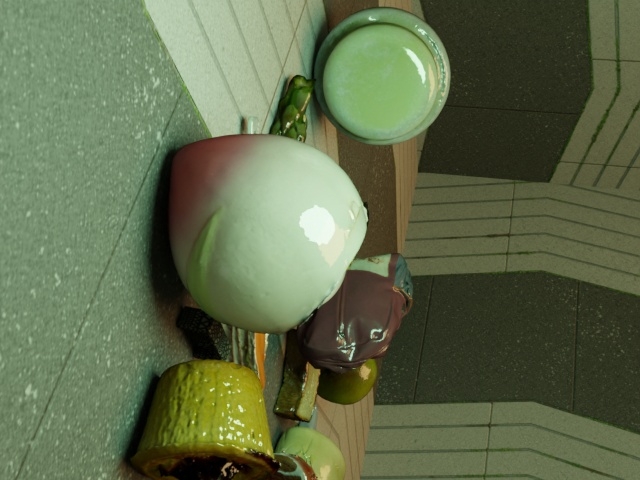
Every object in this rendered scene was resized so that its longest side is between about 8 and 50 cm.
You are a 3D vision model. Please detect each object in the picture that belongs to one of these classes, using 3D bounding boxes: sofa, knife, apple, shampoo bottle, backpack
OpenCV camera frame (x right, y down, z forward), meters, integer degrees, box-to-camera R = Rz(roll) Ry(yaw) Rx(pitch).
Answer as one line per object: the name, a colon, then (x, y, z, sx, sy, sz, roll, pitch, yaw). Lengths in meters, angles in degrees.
sofa: (-0.187, 0.154, 1.322, 0.118, 0.060, 0.039, 80, 27, -54)
knife: (-0.022, 0.431, 2.249, 0.331, 0.044, 0.080, -79, 155, -47)
apple: (0.058, 0.358, 2.216, 0.196, 0.196, 0.157, 16, 92, -77)
shampoo bottle: (0.148, -0.394, 1.957, 0.317, 0.322, 0.323, -67, 159, -69)
backpack: (0.072, 0.174, 1.884, 0.317, 0.283, 0.197, -83, 159, -51)

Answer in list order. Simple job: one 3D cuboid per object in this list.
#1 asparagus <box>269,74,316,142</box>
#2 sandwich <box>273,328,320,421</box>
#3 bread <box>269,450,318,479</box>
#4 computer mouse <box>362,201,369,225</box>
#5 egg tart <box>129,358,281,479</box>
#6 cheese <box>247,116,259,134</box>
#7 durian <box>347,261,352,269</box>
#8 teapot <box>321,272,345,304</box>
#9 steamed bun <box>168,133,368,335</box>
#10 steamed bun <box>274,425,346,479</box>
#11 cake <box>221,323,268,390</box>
asparagus: (-0.062, -0.231, 1.671, 0.080, 0.080, 0.287, 65, 35, -66)
sandwich: (-0.049, 0.333, 2.006, 0.186, 0.065, 0.215, 56, 41, -71)
bread: (-0.084, 0.526, 1.731, 0.073, 0.160, 0.161, 50, 47, -65)
computer mouse: (0.102, -0.070, 2.495, 0.192, 0.062, 0.106, 2, 95, -71)
egg tart: (-0.165, 0.275, 1.193, 0.215, 0.215, 0.171, 73, 14, -60)
cheese: (-0.129, -0.097, 1.493, 0.127, 0.050, 0.256, -33, 126, -72)
durian: (-0.012, -0.003, 1.796, 0.183, 0.138, 0.250, -31, -139, 51)
teapot: (-0.045, 0.027, 1.654, 0.139, 0.204, 0.298, -11, -106, 63)
steamed bun: (-0.103, -0.032, 1.206, 0.309, 0.309, 0.309, 6, 90, -77)
steamed bun: (-0.031, 0.598, 1.973, 0.232, 0.166, 0.273, -73, 163, -45)
cake: (-0.135, 0.178, 1.474, 0.135, 0.098, 0.287, 10, 86, -77)
